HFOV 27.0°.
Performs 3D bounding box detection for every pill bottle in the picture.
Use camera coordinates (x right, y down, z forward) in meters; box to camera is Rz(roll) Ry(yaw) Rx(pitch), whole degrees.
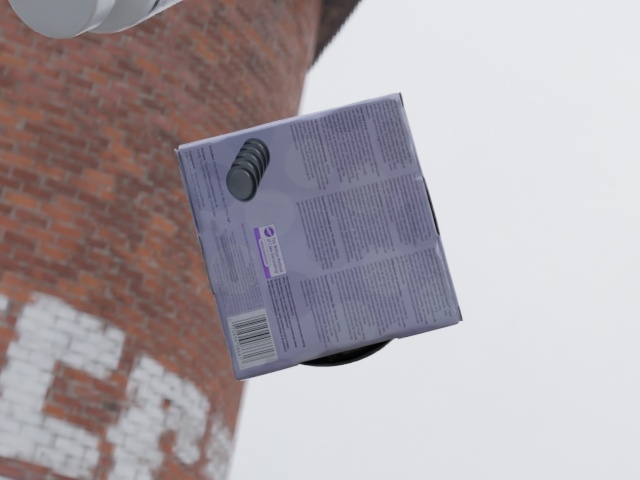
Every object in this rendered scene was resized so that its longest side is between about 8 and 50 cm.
[{"bbox_3d":[-0.152,-0.215,0.996,0.108,0.180,0.108,11,-62,22],"label":"pill bottle"}]

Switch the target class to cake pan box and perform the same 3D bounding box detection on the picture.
[{"bbox_3d":[0.000,0.000,1.396,0.246,0.267,0.070,-16,-3,1],"label":"cake pan box"}]
